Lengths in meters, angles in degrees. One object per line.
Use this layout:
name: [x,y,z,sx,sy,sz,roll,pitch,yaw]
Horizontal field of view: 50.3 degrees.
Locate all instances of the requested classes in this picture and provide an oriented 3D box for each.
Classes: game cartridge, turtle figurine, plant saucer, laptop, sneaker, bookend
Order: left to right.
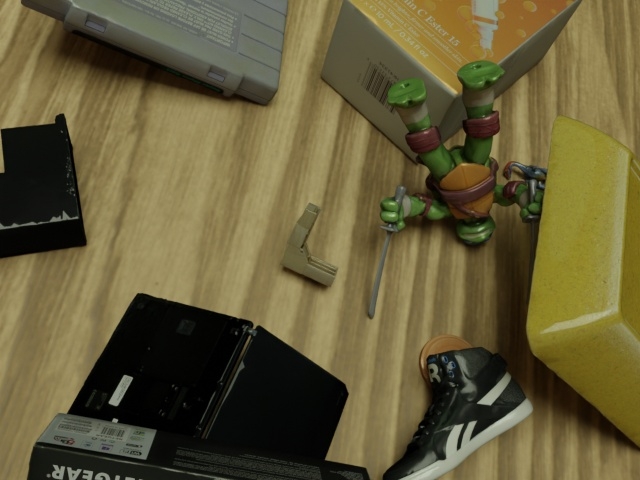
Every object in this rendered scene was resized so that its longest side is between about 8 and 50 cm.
bookend: [-0.382,-0.065,0.839,0.157,0.072,0.156,-10,66,-17]
game cartridge: [-0.217,-0.348,0.974,0.355,0.068,0.230,19,64,-25]
laptop: [-0.136,0.215,0.789,0.264,0.136,0.234,11,58,22]
sneaker: [0.140,0.203,0.817,0.217,0.079,0.121,-24,75,-26]
plant saucer: [0.170,0.161,0.884,0.084,0.013,0.083,5,62,-10]
turtle figurine: [0.177,-0.064,0.850,0.198,0.266,0.274,10,43,40]
plant saucer: [0.390,0.051,0.854,0.333,0.081,0.332,38,55,-32]

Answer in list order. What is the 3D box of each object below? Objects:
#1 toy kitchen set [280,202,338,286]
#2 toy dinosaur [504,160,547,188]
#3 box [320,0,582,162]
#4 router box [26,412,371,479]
toy kitchen set: [0.000,0.000,0.900,0.075,0.083,0.068,25,20,0]
toy dinosaur: [0.325,-0.098,1.049,0.082,0.047,0.090,35,28,16]
box: [0.204,-0.318,1.045,0.215,0.168,0.345,44,63,11]
router box: [-0.124,0.314,0.636,0.309,0.081,0.242,12,96,-7]
